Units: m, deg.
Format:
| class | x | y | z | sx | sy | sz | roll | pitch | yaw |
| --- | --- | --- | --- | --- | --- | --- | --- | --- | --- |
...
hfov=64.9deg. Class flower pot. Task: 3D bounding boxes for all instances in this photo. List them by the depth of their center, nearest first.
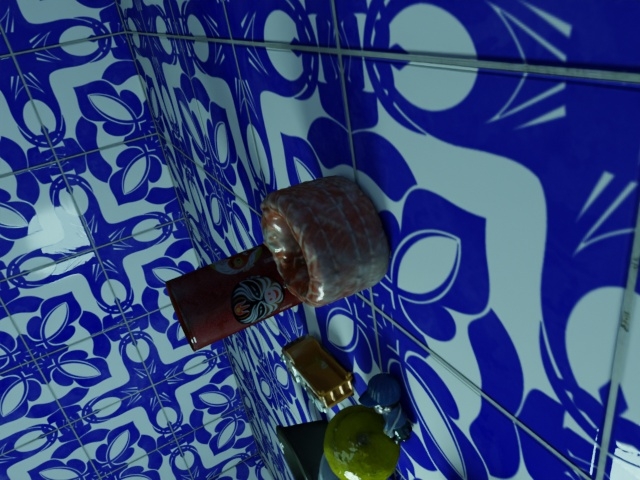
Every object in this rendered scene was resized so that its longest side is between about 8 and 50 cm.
| class | x | y | z | sx | sy | sz | roll | pitch | yaw |
| --- | --- | --- | --- | --- | --- | --- | --- | --- | --- |
| flower pot | -0.023 | 0.703 | 1.670 | 0.269 | 0.166 | 0.268 | 51 | 156 | 34 |

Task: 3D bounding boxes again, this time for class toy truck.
| class | x | y | z | sx | sy | sz | roll | pitch | yaw |
| --- | --- | --- | --- | --- | --- | --- | --- | --- | --- |
| toy truck | -0.014 | 0.361 | 1.383 | 0.270 | 0.114 | 0.135 | 29 | 140 | 58 |

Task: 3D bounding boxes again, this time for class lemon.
| class | x | y | z | sx | sy | sz | roll | pitch | yaw |
| --- | --- | --- | --- | --- | --- | --- | --- | --- | --- |
| lemon | 0.095 | 0.456 | 1.129 | 0.181 | 0.193 | 0.180 | -1 | 88 | 27 |

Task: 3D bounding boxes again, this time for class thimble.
| class | x | y | z | sx | sy | sz | roll | pitch | yaw |
| --- | --- | --- | --- | --- | --- | --- | --- | --- | --- |
| thimble | 0.000 | 0.000 | 0.933 | 0.239 | 0.162 | 0.239 | 48 | 151 | 39 |

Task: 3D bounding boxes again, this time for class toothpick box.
| class | x | y | z | sx | sy | sz | roll | pitch | yaw |
| --- | --- | --- | --- | --- | --- | --- | --- | --- | --- |
| toothpick box | -0.223 | 0.140 | 1.364 | 0.204 | 0.334 | 0.204 | 50 | 152 | 39 |

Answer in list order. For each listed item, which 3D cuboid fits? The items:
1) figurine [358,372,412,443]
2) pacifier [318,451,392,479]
| class | x | y | z | sx | sy | sz | roll | pitch | yaw |
| --- | --- | --- | --- | --- | --- | --- | --- | --- | --- |
| figurine | 0.143 | 0.350 | 1.048 | 0.087 | 0.086 | 0.149 | -26 | 99 | 31 |
| pacifier | 0.115 | 0.674 | 1.330 | 0.233 | 0.244 | 0.299 | -21 | 65 | 39 |
